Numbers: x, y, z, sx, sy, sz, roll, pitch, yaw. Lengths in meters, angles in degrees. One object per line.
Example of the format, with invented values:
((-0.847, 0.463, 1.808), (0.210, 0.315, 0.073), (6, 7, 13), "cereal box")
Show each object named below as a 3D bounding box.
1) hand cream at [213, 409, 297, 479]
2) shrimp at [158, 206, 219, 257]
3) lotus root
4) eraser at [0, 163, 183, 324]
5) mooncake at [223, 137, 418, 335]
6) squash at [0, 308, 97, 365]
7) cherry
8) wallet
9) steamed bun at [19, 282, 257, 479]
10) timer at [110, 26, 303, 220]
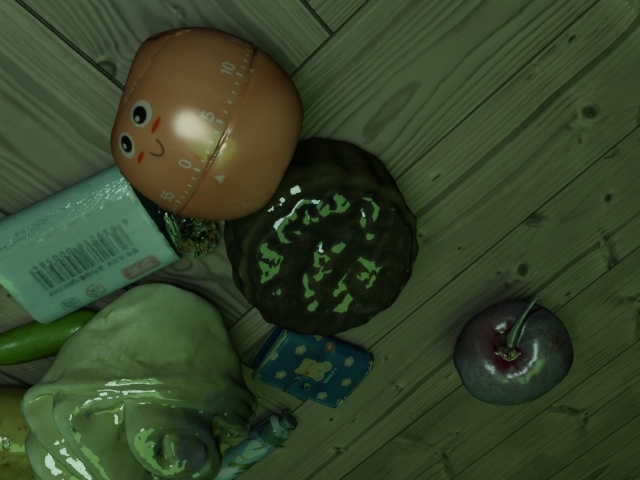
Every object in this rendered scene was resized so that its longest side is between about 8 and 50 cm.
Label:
((-0.150, 0.418, 1.254), (0.256, 0.055, 0.088), (-38, 120, 18), "hand cream")
((-0.198, -0.043, 0.922), (0.034, 0.091, 0.161), (-8, 123, 33), "shrimp")
((-0.515, 0.313, 1.015), (0.284, 0.146, 0.160), (11, 97, -19), "lotus root")
((-0.337, 0.005, 0.907), (0.227, 0.081, 0.174), (-25, 122, 1), "eraser")
((0.000, 0.000, 0.955), (0.290, 0.161, 0.290), (-7, 122, -12), "mooncake")
((-0.431, 0.153, 0.987), (0.201, 0.066, 0.066), (-14, 125, -2), "squash")
((0.357, 0.212, 1.183), (0.213, 0.184, 0.266), (-21, 140, 15), "cherry")
((-0.017, 0.229, 1.159), (0.202, 0.059, 0.141), (26, 114, -29), "wallet")
((-0.242, 0.273, 0.963), (0.352, 0.247, 0.339), (-49, 139, -21), "steamed bun")
((-0.141, -0.140, 0.781), (0.214, 0.230, 0.230), (22, 114, -13), "timer")
